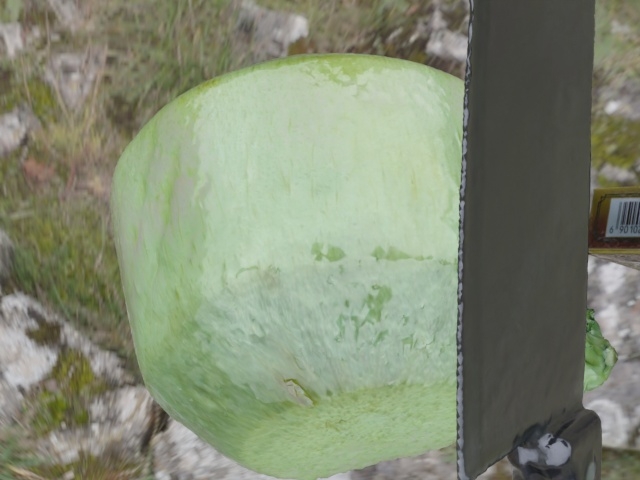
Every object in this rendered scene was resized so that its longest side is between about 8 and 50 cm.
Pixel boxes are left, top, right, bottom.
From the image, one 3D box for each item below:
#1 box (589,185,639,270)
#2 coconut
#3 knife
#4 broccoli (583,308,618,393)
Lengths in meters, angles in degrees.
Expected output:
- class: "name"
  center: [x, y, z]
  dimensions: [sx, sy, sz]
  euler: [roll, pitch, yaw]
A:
- class: "box"
  center: [0.373, -0.002, 1.370]
  dimensions: [0.159, 0.240, 0.071]
  euler: [18, 79, -37]
- class: "coconut"
  center: [0.000, 0.000, 1.135]
  dimensions: [0.281, 0.328, 0.328]
  euler: [26, 73, -45]
- class: "knife"
  center: [0.045, 0.019, 0.347]
  dimensions: [0.019, 0.072, 0.245]
  euler: [7, 106, 30]
- class: "broccoli"
  center: [0.183, 0.099, 1.451]
  dimensions: [0.156, 0.195, 0.195]
  euler: [5, 79, -21]
